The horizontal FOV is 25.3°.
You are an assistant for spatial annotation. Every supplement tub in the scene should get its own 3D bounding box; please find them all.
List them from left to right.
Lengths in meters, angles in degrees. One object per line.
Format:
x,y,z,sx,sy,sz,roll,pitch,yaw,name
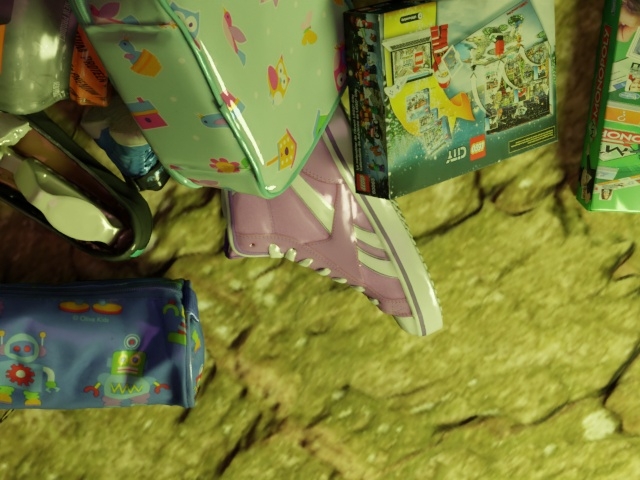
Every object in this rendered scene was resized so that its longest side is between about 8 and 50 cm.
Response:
-0.313,-0.211,1.148,0.316,0.193,0.194,10,106,-5,supplement tub

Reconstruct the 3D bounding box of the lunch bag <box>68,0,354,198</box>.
-0.074,-0.183,1.121,0.107,0.224,0.279,6,144,27,lunch bag

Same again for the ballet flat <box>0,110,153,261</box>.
-0.265,-0.072,1.266,0.280,0.096,0.095,33,101,-16,ballet flat

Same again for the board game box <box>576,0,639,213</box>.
0.417,-0.127,1.373,0.317,0.046,0.214,3,108,-9,board game box

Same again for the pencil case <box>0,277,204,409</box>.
-0.257,0.089,1.307,0.306,0.119,0.133,2,130,-10,pencil case

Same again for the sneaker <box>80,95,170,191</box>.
-0.152,-0.083,1.255,0.058,0.152,0.084,-48,115,-18,sneaker

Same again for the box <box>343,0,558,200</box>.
0.121,-0.141,1.259,0.233,0.044,0.159,-20,114,-40,box

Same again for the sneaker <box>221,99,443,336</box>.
0.000,-0.001,1.320,0.161,0.102,0.282,-28,119,5,sneaker
